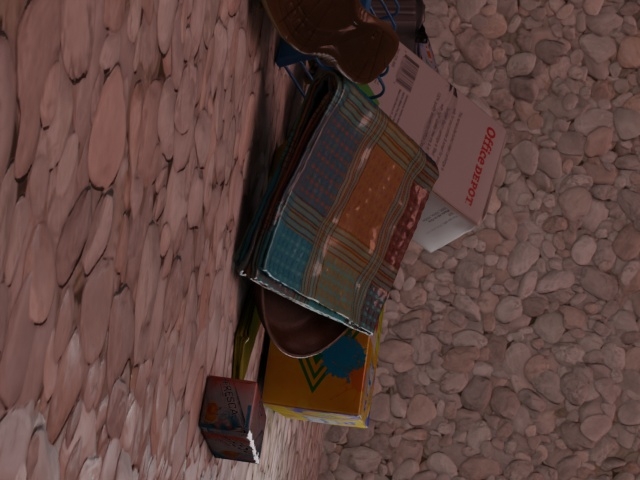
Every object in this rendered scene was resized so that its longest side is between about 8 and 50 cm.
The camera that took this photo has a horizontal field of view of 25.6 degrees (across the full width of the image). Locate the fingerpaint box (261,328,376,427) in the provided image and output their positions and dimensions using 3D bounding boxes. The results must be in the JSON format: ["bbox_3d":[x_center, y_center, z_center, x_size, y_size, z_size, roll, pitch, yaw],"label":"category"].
[{"bbox_3d":[0.019,0.110,2.323,0.445,0.163,0.371,68,29,-80],"label":"fingerpaint box"}]

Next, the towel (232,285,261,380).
[{"bbox_3d":[-0.085,0.102,1.877,0.237,0.021,0.102,-74,170,-59],"label":"towel"}]

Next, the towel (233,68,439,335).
[{"bbox_3d":[0.038,-0.036,1.801,0.370,0.040,0.272,32,79,-60],"label":"towel"}]

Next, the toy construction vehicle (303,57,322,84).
[{"bbox_3d":[-0.008,-0.265,2.178,0.086,0.035,0.098,69,24,-58],"label":"toy construction vehicle"}]

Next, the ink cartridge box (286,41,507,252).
[{"bbox_3d":[0.118,-0.151,2.084,0.121,0.289,0.211,-33,-153,46],"label":"ink cartridge box"}]

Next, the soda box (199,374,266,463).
[{"bbox_3d":[-0.099,0.210,1.640,0.183,0.058,0.063,84,14,-70],"label":"soda box"}]

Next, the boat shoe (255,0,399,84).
[{"bbox_3d":[-0.007,-0.262,1.582,0.104,0.089,0.285,-47,151,2],"label":"boat shoe"}]

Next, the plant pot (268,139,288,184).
[{"bbox_3d":[-0.027,-0.090,1.925,0.081,0.081,0.083,92,2,-53],"label":"plant pot"}]

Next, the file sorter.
[{"bbox_3d":[0.030,-0.266,1.824,0.104,0.118,0.170,55,34,-39],"label":"file sorter"}]

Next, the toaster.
[{"bbox_3d":[0.083,-0.347,2.254,0.227,0.146,0.129,-100,-168,-61],"label":"toaster"}]

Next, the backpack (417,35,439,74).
[{"bbox_3d":[0.105,-0.266,2.456,0.277,0.213,0.263,76,6,-48],"label":"backpack"}]

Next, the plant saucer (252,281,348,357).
[{"bbox_3d":[0.000,0.000,1.845,0.310,0.050,0.311,-34,133,-46],"label":"plant saucer"}]
